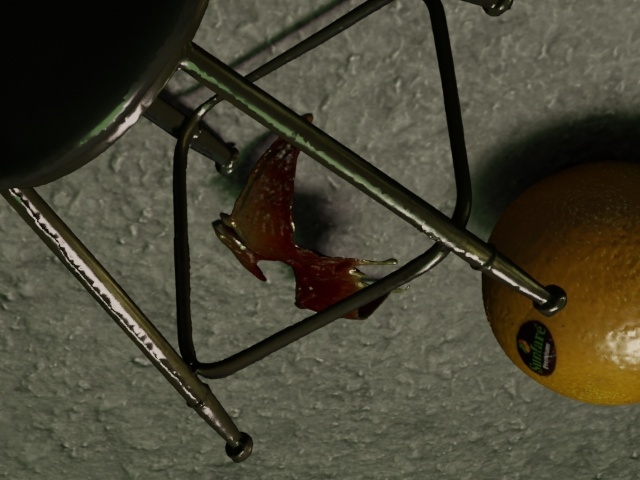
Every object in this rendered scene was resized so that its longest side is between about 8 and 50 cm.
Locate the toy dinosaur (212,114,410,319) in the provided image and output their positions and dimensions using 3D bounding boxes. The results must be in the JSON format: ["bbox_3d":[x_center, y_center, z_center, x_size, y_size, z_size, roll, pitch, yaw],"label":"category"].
[{"bbox_3d":[0.010,0.004,1.827,0.327,0.113,0.206,36,154,-34],"label":"toy dinosaur"}]

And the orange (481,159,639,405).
[{"bbox_3d":[0.307,0.044,1.778,0.274,0.274,0.274,-6,148,-4],"label":"orange"}]

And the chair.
[{"bbox_3d":[-0.081,-0.101,1.408,0.364,0.362,0.410,-29,137,29],"label":"chair"}]
